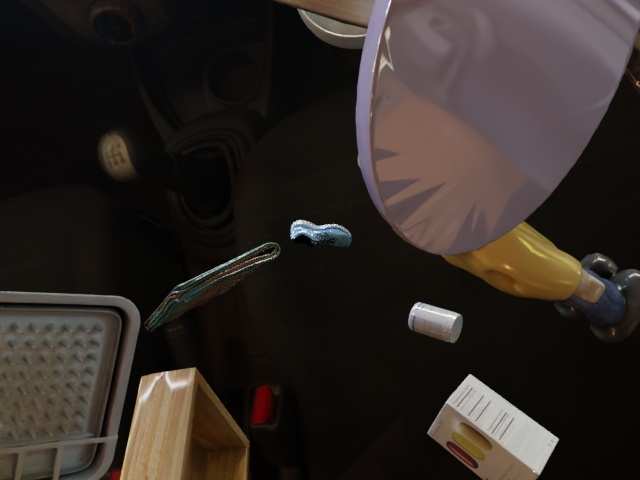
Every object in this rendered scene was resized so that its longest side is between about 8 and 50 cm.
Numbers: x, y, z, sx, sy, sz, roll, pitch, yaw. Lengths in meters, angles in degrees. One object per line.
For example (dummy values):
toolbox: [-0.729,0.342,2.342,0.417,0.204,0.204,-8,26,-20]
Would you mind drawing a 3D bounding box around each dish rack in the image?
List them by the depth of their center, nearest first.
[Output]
dish rack: [-0.444,0.230,0.815,0.072,0.285,0.332,22,100,48]

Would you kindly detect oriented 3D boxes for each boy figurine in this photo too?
boy figurine: [0.180,0.003,0.518,0.285,0.177,0.092,28,98,-21]

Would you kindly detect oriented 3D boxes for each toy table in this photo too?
toy table: [0.096,-0.147,0.395,0.274,0.252,0.161,-62,25,15]

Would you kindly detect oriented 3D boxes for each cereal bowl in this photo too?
cereal bowl: [0.097,-0.656,1.423,0.339,0.141,0.339,-1,80,4]

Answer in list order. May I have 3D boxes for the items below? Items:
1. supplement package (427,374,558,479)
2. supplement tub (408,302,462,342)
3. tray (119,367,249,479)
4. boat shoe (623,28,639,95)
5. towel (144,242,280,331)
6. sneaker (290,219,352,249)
supplement package: [0.407,0.469,1.284,0.244,0.134,0.139,35,130,25]
supplement tub: [0.264,0.189,1.236,0.107,0.071,0.071,15,80,34]
tray: [-0.144,0.362,0.531,0.076,0.203,0.411,-11,45,7]
boat shoe: [0.451,-0.316,0.805,0.130,0.132,0.355,-19,93,39]
towel: [-0.268,0.119,1.290,0.271,0.370,0.040,-27,85,-33]
sneaker: [0.000,0.000,1.359,0.162,0.063,0.073,6,44,7]
